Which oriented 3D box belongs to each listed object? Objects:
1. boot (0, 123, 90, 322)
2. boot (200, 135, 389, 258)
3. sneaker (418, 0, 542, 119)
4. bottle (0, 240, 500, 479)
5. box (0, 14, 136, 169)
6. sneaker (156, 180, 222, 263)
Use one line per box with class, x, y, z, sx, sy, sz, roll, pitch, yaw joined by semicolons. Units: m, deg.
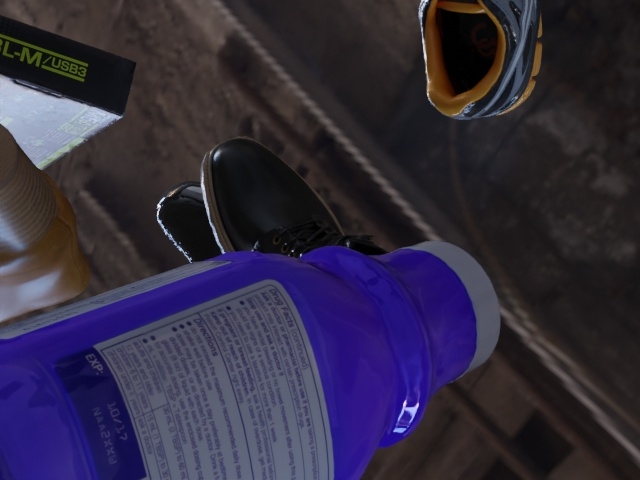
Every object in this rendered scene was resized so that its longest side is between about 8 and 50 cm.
boot;-0.290;-0.002;0.908;0.295;0.211;0.104;1;-113;0
boot;0.000;0.000;0.936;0.077;0.137;0.198;-30;-104;-19
sneaker;0.099;-0.172;0.941;0.084;0.214;0.083;6;-159;26
bottle;-0.035;0.065;0.645;0.283;0.092;0.118;-21;-78;-44
box;-0.238;-0.107;1.024;0.184;0.191;0.045;15;-105;-22
sneaker;-0.046;0.061;1.101;0.229;0.086;0.132;33;-116;9
